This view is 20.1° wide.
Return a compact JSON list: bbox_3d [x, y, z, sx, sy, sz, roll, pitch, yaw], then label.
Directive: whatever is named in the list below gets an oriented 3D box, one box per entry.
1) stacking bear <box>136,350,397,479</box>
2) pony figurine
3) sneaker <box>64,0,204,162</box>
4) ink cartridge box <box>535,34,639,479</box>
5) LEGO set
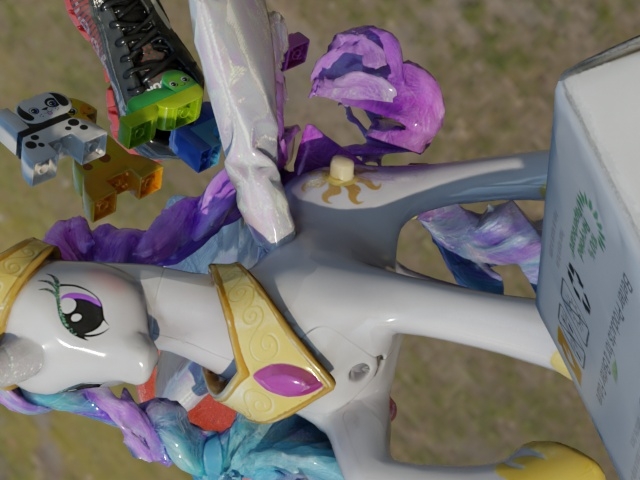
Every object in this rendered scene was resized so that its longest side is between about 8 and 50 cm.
[{"bbox_3d":[-0.032,0.111,1.352,0.289,0.164,0.175,58,-172,-77],"label":"stacking bear"},{"bbox_3d":[0.000,0.000,0.884,0.363,0.351,0.303,7,120,3],"label":"pony figurine"},{"bbox_3d":[-0.187,-0.200,1.872,0.135,0.097,0.276,26,138,58],"label":"sneaker"},{"bbox_3d":[0.155,0.137,0.459,0.176,0.069,0.371,77,173,-69],"label":"ink cartridge box"},{"bbox_3d":[-0.126,-0.085,1.173,0.093,0.227,0.087,40,138,27],"label":"LEGO set"}]
